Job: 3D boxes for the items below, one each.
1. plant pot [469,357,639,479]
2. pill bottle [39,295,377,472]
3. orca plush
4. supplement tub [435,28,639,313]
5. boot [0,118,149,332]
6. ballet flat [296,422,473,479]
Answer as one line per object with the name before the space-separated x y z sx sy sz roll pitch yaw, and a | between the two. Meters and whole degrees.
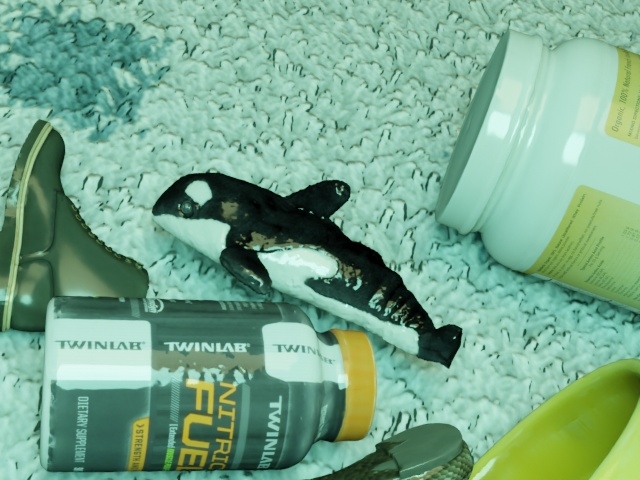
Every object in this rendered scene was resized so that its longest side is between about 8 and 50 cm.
plant pot | 0.209 0.250 0.689 0.239 0.254 0.254 47 52 2
pill bottle | -0.084 0.109 0.777 0.246 0.130 0.130 2 51 -15
orca plush | 0.000 0.000 0.860 0.287 0.102 0.151 30 11 24
supplement tub | 0.287 -0.054 0.957 0.316 0.228 0.228 20 48 0
boot | -0.205 -0.003 0.882 0.137 0.077 0.197 11 62 -13
ballet flat | -0.004 0.202 0.744 0.250 0.058 0.084 -19 20 -10
